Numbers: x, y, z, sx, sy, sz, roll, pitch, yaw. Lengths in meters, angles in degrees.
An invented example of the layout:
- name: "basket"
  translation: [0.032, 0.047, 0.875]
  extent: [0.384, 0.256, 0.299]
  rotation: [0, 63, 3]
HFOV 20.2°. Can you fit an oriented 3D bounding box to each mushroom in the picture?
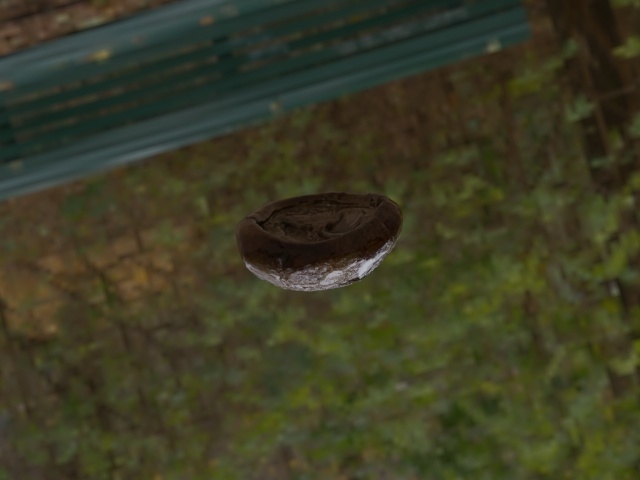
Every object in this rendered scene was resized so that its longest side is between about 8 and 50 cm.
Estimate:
- name: "mushroom"
  translation: [0.000, 0.000, 1.257]
  extent: [0.123, 0.052, 0.123]
  rotation: [-4, -160, 1]
